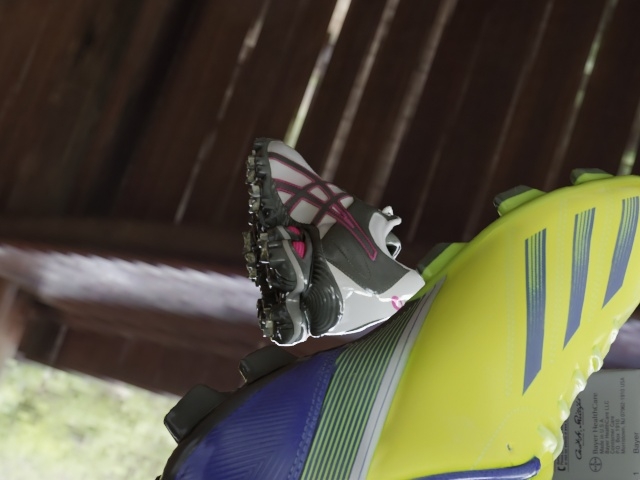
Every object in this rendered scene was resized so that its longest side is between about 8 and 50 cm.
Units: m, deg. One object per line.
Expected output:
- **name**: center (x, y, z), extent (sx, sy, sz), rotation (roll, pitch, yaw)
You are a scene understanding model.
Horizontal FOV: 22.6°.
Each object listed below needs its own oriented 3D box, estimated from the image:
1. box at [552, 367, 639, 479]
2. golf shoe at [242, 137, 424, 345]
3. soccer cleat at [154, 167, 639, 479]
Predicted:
- **box**: center (0.197, 0.140, 0.931), extent (0.072, 0.126, 0.137), rotation (-6, 169, 42)
- **golf shoe**: center (0.000, 0.000, 1.282), extent (0.120, 0.105, 0.273), rotation (-2, -152, -9)
- **soccer cleat**: center (0.064, 0.065, 0.656), extent (0.121, 0.289, 0.093), rotation (41, 142, 26)
